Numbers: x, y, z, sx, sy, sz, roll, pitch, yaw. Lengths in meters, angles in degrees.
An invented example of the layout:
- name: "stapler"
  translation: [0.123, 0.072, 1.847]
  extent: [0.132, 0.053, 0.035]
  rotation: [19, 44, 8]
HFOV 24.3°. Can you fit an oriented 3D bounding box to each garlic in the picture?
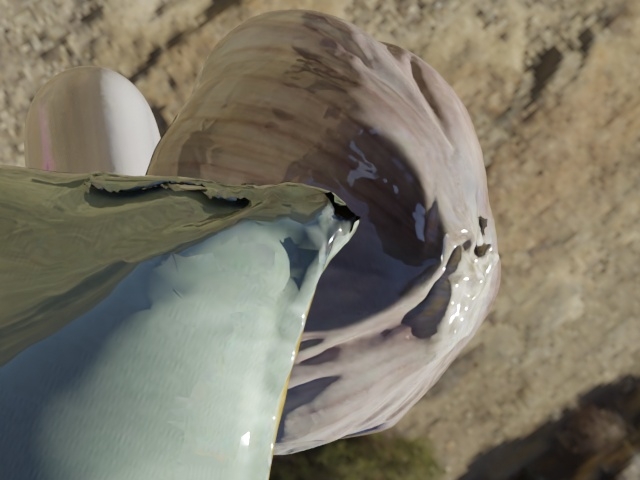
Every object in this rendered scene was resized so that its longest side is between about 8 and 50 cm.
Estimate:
- name: "garlic"
  translation: [0.000, 0.000, 1.061]
  extent: [0.317, 0.259, 0.317]
  rotation: [-36, 135, -46]

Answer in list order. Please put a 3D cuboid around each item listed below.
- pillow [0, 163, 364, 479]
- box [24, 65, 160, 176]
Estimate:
- name: "pillow"
  translation: [-0.161, 0.107, 0.414]
  extent: [0.119, 0.313, 0.310]
  rotation: [2, 96, -79]
- name: "box"
  translation: [-0.205, 0.016, 1.472]
  extent: [0.141, 0.349, 0.288]
  rotation: [-11, 136, -6]
